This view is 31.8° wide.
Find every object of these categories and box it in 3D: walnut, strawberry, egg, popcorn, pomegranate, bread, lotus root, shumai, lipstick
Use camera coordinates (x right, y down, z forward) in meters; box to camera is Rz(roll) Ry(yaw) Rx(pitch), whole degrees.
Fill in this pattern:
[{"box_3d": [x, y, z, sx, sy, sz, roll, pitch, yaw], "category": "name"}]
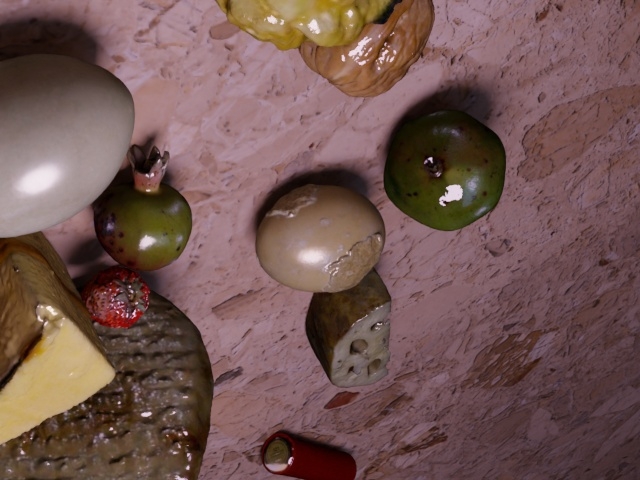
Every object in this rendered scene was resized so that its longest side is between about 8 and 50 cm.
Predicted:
[{"box_3d": [0.061, -0.272, 1.407, 0.155, 0.155, 0.184, 14, 119, -47], "category": "walnut"}, {"box_3d": [-0.274, 0.075, 1.458, 0.083, 0.096, 0.083, -14, 106, -59], "category": "strawberry"}, {"box_3d": [-0.322, -0.106, 1.234, 0.253, 0.186, 0.186, -27, 143, -11], "category": "egg"}, {"box_3d": [-0.007, -0.343, 1.221, 0.252, 0.215, 0.286, -9, 136, -57], "category": "popcorn"}, {"box_3d": [-0.233, -0.036, 1.444, 0.129, 0.129, 0.159, -27, 132, -14], "category": "pomegranate"}, {"box_3d": [-0.414, 0.101, 1.330, 0.236, 0.263, 0.198, -32, 141, -6], "category": "bread"}, {"box_3d": [0.193, -0.104, 1.695, 0.187, 0.187, 0.225, -43, 172, 9], "category": "pomegranate"}, {"box_3d": [0.051, 0.149, 1.891, 0.138, 0.119, 0.235, -21, 143, -22], "category": "lotus root"}, {"box_3d": [-0.307, 0.281, 1.574, 0.324, 0.397, 0.323, 9, 156, 3], "category": "shumai"}, {"box_3d": [-0.019, 0.431, 2.178, 0.080, 0.080, 0.241, -45, 144, 12], "category": "lipstick"}, {"box_3d": [0.001, -0.001, 1.646, 0.201, 0.164, 0.164, -11, 137, -25], "category": "egg"}]
